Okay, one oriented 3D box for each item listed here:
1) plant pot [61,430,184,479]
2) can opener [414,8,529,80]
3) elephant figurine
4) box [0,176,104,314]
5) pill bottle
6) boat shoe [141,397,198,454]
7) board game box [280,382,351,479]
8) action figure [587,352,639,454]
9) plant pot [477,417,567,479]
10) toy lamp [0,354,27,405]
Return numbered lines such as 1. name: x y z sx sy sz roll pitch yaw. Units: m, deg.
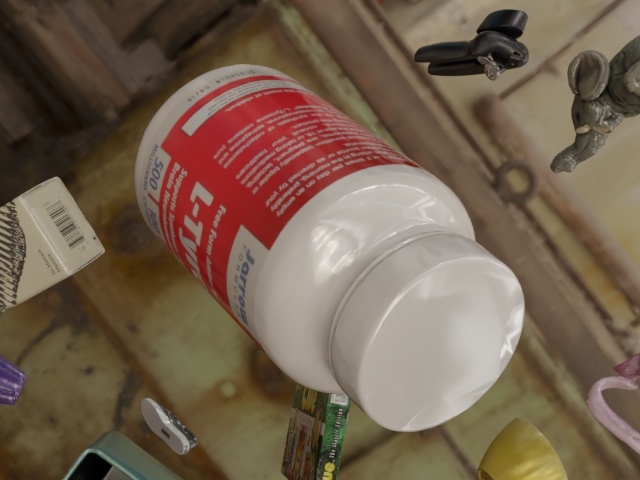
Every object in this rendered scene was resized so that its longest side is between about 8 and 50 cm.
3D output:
1. plant pot: -0.149 0.251 0.912 0.166 0.165 0.234 38 -2 -4
2. can opener: 0.175 -0.214 1.353 0.059 0.073 0.186 44 -22 -20
3. elephant figurine: 0.480 -0.240 1.932 0.186 0.239 0.169 -43 108 -38
4. box: -0.402 0.038 1.390 0.113 0.275 0.094 58 24 -7
5. pill bottle: 0.000 0.000 1.125 0.229 0.229 0.408 41 0 -43
6. boat shoe: -0.283 0.346 2.192 0.040 0.049 0.142 -13 47 -45
7. board game box: -0.008 0.226 1.384 0.030 0.136 0.260 13 -7 -8
8. action figure: 0.456 0.111 1.310 0.248 0.276 0.370 44 14 -4
9. plant pot: 0.297 0.352 1.785 0.134 0.095 0.134 53 -18 26
10. toy lamp: -0.543 0.156 1.620 0.275 0.080 0.080 24 20 -9
